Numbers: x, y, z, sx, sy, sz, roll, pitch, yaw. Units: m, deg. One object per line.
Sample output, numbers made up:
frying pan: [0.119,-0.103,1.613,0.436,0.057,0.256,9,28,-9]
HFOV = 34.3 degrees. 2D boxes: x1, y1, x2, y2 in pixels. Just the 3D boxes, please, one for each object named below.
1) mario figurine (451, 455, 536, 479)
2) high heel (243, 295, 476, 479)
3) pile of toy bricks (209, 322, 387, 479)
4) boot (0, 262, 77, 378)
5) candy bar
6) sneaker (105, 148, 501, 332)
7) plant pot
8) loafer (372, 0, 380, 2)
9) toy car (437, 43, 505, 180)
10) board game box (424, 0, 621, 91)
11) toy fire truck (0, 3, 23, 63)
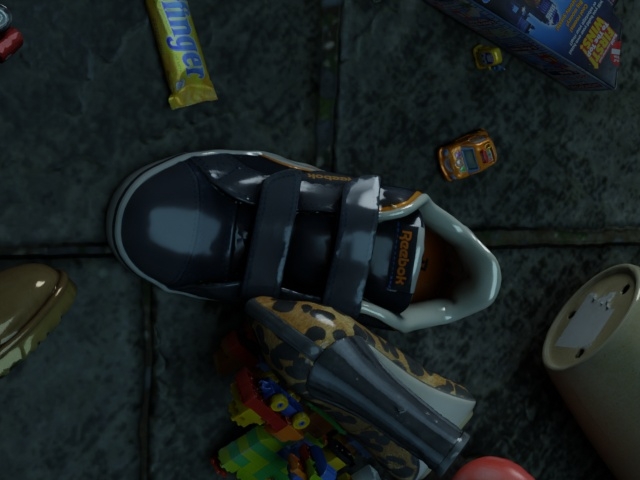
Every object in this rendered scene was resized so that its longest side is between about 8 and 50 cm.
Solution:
mario figurine: [0.106,0.298,0.834,0.320,0.198,0.170,-7,136,-51]
high heel: [0.029,0.111,0.839,0.186,0.261,0.093,36,84,8]
pile of toy bricks: [-0.037,0.165,0.845,0.105,0.118,0.212,-34,132,8]
boot: [-0.322,0.005,0.659,0.236,0.089,0.269,-39,112,-17]
candy bar: [-0.117,-0.181,0.791,0.040,0.018,0.161,-21,107,-26]
sneaker: [0.000,0.000,0.820,0.321,0.127,0.126,6,95,-28]
plant pot: [0.353,0.155,0.989,0.274,0.256,0.256,38,77,-11]
loafer: [0.019,-0.290,0.805,0.087,0.094,0.251,-45,121,-11]
toy car: [0.137,-0.114,0.928,0.060,0.040,0.122,-7,100,-28]
board game box: [0.218,-0.236,0.948,0.194,0.060,0.194,39,77,-28]
toy fire truck: [-0.305,-0.157,0.672,0.135,0.047,0.192,-48,117,-15]
